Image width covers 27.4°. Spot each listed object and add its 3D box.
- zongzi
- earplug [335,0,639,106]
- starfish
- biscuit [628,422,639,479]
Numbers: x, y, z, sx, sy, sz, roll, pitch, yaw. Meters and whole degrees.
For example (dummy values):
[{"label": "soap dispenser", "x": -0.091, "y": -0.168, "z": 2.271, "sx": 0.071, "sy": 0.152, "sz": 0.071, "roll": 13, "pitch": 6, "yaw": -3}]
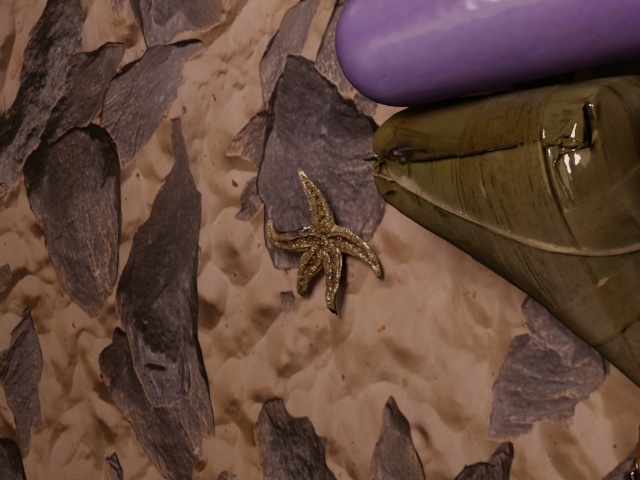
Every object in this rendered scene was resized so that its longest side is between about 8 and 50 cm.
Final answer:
[{"label": "zongzi", "x": 0.249, "y": 0.034, "z": 1.744, "sx": 0.500, "sy": 0.218, "sz": 0.467, "roll": 0, "pitch": 102, "yaw": 46}, {"label": "earplug", "x": 0.227, "y": -0.285, "z": 1.633, "sx": 0.455, "sy": 0.215, "sz": 0.215, "roll": -14, "pitch": 87, "yaw": 28}, {"label": "starfish", "x": 0.005, "y": -0.001, "z": 2.064, "sx": 0.213, "sy": 0.057, "sz": 0.238, "roll": 2, "pitch": 102, "yaw": 35}, {"label": "biscuit", "x": 0.491, "y": 0.318, "z": 1.669, "sx": 0.203, "sy": 0.041, "sz": 0.260, "roll": 5, "pitch": 100, "yaw": 39}]
